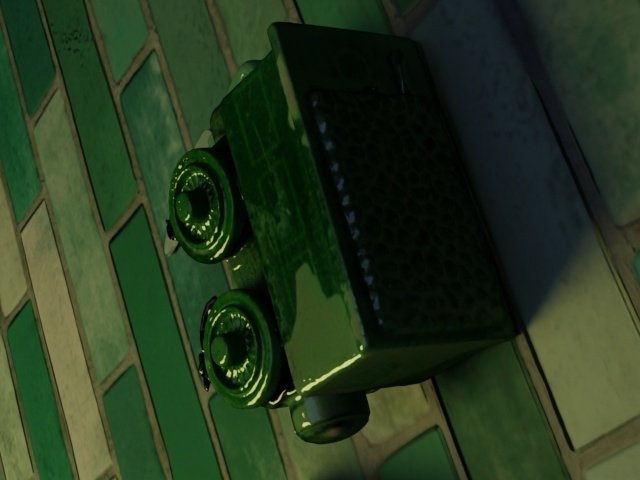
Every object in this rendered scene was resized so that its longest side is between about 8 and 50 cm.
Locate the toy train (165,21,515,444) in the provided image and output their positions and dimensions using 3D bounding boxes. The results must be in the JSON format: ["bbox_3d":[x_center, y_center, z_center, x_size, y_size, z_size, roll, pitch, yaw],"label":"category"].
[{"bbox_3d":[0.000,0.000,0.890,0.202,0.145,0.266,-37,63,45],"label":"toy train"}]

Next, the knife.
[{"bbox_3d":[-0.097,-0.073,1.119,0.260,0.034,0.063,-48,50,48],"label":"knife"}]
